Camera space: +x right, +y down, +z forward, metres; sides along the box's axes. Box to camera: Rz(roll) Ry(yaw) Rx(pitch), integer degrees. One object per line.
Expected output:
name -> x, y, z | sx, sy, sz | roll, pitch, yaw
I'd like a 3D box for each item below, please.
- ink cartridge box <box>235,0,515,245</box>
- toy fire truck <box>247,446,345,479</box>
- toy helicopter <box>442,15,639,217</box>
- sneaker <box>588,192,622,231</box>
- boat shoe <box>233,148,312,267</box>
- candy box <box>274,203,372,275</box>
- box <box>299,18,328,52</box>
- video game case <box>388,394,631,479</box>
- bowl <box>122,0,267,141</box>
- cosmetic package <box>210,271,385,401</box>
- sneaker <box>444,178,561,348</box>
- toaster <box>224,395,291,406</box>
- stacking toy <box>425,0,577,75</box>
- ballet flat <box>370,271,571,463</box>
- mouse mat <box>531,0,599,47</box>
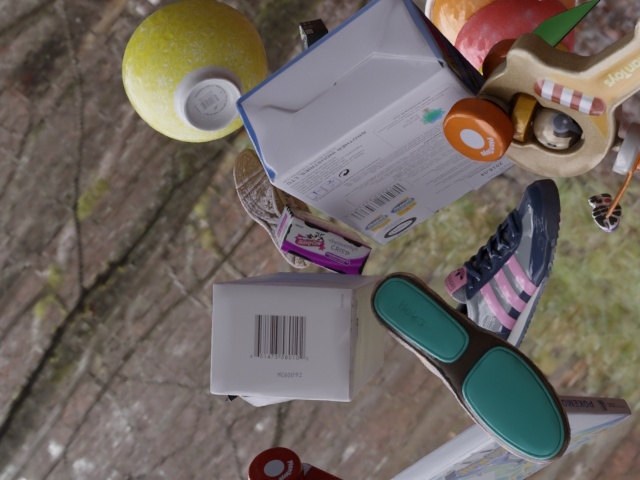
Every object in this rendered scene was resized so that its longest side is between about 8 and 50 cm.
ink cartridge box -> 0.110, -0.143, 1.356 | 0.395, 0.270, 0.151 | 28, -145, -56
toy fire truck -> -0.043, 0.524, 1.712 | 0.253, 0.302, 0.169 | 14, 134, 34
toy helicopter -> 0.317, -0.157, 1.087 | 0.235, 0.140, 0.355 | 39, 153, -7
sneaker -> 0.684, -0.057, 2.316 | 0.170, 0.068, 0.071 | -68, -42, -66
boat shoe -> -0.084, -0.070, 2.057 | 0.089, 0.104, 0.285 | -18, -106, -52
candy box -> 0.000, 0.000, 1.853 | 0.159, 0.071, 0.233 | 22, -176, -8
box -> -0.012, -0.426, 2.111 | 0.062, 0.052, 0.083 | -114, 14, -49
video game case -> 0.286, 0.337, 1.537 | 0.299, 0.329, 0.036 | 11, -133, -45
bowl -> -0.224, -0.295, 1.861 | 0.289, 0.289, 0.156 | 39, -165, -39
cosmetic package -> -0.017, 0.126, 1.418 | 0.196, 0.155, 0.365 | 1, 179, 12
sneaker -> 0.258, 0.048, 1.443 | 0.131, 0.319, 0.112 | 9, -150, -6
toaster -> -0.086, 0.211, 1.804 | 0.110, 0.185, 0.168 | 63, -165, -65
stacking toy -> 0.425, -0.373, 2.101 | 0.350, 0.350, 0.480 | 39, -143, -47
ballet flat -> 0.198, 0.156, 1.264 | 0.316, 0.107, 0.106 | 46, -177, 13
mouse mat -> 0.409, -0.370, 1.754 | 0.007, 0.152, 0.189 | 48, 165, -14
